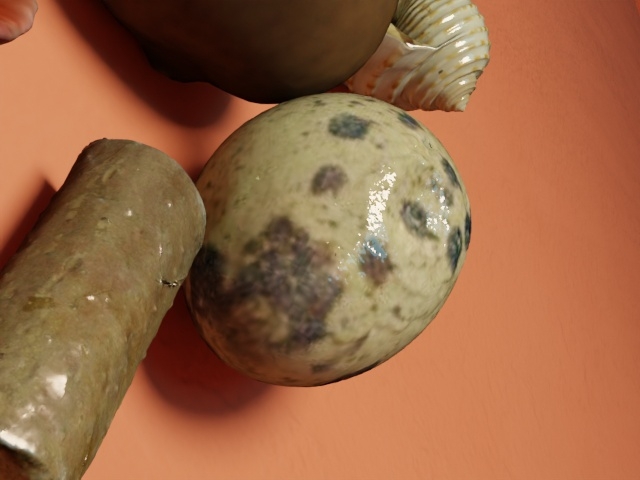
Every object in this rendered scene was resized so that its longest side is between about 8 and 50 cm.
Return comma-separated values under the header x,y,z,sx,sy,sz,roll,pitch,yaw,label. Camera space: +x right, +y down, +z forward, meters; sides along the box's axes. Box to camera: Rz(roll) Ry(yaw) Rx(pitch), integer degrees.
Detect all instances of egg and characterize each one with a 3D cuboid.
x,y,z,sx,sy,sz,roll,pitch,yaw,label
0.000,0.000,0.512,0.141,0.141,0.181,63,36,-17,egg

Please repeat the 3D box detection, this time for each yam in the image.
x,y,z,sx,sy,sz,roll,pitch,yaw,label
-0.096,0.031,0.389,0.068,0.068,0.169,56,30,-27,yam

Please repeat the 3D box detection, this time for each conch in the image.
x,y,z,sx,sy,sz,roll,pitch,yaw,label
0.049,-0.150,0.748,0.153,0.102,0.135,33,23,22,conch

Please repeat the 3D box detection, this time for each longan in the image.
x,y,z,sx,sy,sz,roll,pitch,yaw,label
-0.038,-0.163,0.534,0.189,0.189,0.189,42,38,-45,longan

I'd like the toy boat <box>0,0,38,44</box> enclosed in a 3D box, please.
x,y,z,sx,sy,sz,roll,pitch,yaw,label
-0.075,-0.179,0.324,0.096,0.282,0.206,20,56,-60,toy boat
